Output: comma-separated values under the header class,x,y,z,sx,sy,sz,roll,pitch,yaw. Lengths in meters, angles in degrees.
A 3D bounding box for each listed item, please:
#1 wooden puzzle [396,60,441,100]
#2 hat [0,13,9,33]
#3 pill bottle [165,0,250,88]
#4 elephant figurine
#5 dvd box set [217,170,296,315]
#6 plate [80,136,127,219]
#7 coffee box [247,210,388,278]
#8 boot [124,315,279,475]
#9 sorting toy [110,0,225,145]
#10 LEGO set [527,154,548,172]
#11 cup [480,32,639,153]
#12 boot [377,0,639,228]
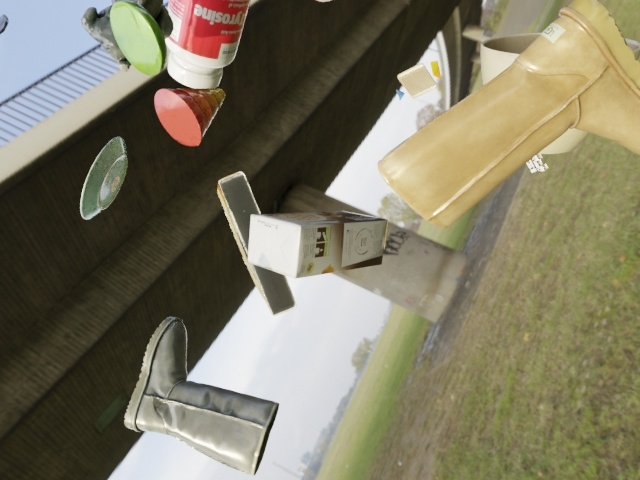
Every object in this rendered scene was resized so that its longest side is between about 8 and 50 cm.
class,x,y,z,sx,sy,sz,roll,pitch,yaw
wooden puzzle,0.226,-0.371,1.116,0.078,0.116,0.014,49,-140,-40
hat,-0.741,-0.369,0.846,0.331,0.332,0.133,-58,-37,-32
pill bottle,-0.347,-0.684,1.471,0.229,0.229,0.407,-52,-7,-49
elephant figurine,-0.441,-0.557,1.161,0.239,0.186,0.169,-41,19,7
dvd box set,-0.171,-0.002,1.182,0.062,0.307,0.420,-22,8,-10
plate,-0.445,-0.127,1.013,0.188,0.024,0.188,-158,90,-83
coffee box,0.000,0.000,0.942,0.247,0.141,0.098,-5,-75,-44
boot,-0.163,0.222,0.713,0.076,0.209,0.189,52,-132,-68
sorting toy,-0.280,-0.362,0.884,0.126,0.127,0.365,-44,-57,-34
LEGO set,0.660,-0.326,1.552,0.087,0.227,0.093,-29,0,-19
cup,0.541,-0.345,1.144,0.331,0.331,0.236,-51,-35,-51
boot,0.243,-0.107,0.572,0.269,0.236,0.089,-41,23,24
